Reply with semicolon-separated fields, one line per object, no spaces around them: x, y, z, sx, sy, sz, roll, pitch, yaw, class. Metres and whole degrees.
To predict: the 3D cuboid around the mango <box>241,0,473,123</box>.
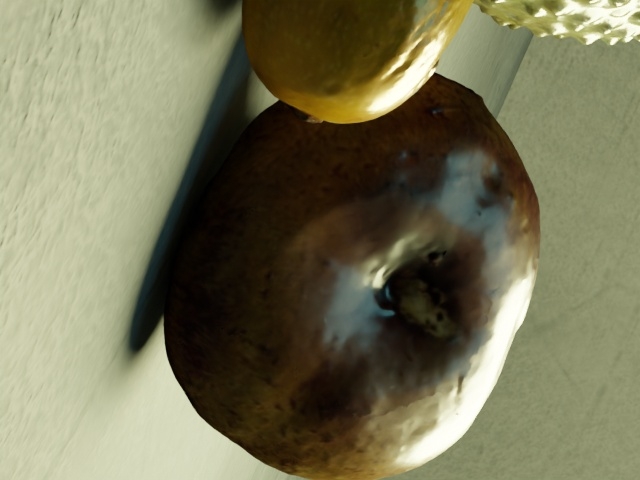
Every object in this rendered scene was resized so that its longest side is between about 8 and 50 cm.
0.052;-0.198;1.030;0.177;0.120;0.295;84;31;-79;mango

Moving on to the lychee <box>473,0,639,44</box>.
0.170;-0.252;1.233;0.255;0.274;0.255;-39;-167;11;lychee

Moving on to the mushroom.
0.008;0.027;1.230;0.254;0.267;0.267;-9;-131;58;mushroom
